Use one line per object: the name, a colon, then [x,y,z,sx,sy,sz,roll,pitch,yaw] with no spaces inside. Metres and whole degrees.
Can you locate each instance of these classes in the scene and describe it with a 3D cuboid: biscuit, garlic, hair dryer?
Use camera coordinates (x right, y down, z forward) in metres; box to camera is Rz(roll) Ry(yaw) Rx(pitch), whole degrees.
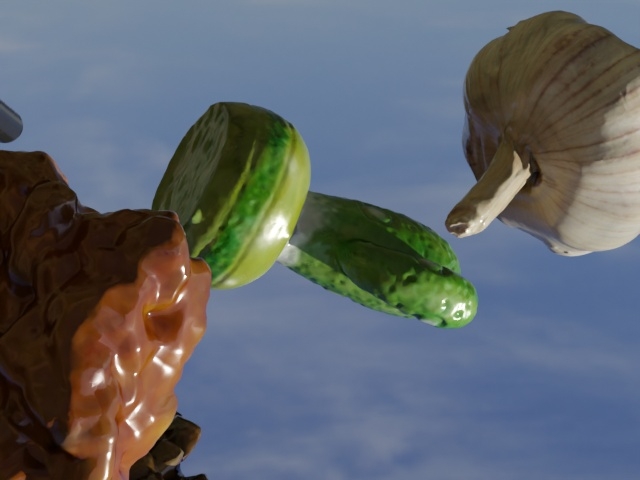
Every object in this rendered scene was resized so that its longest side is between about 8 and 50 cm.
biscuit: [-0.229,0.093,1.024,0.312,0.318,0.110,18,178,35]
garlic: [0.157,-0.055,1.345,0.199,0.199,0.226,10,-145,44]
hair dryer: [-0.231,-0.112,1.227,0.026,0.083,0.047,-15,162,9]

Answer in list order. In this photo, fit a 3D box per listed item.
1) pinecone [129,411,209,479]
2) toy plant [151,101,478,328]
pinecone: [-0.254,0.279,1.400,0.384,0.384,0.384,-4,-166,1]
toy plant: [0.000,0.000,1.756,0.316,0.184,0.224,26,180,-19]
